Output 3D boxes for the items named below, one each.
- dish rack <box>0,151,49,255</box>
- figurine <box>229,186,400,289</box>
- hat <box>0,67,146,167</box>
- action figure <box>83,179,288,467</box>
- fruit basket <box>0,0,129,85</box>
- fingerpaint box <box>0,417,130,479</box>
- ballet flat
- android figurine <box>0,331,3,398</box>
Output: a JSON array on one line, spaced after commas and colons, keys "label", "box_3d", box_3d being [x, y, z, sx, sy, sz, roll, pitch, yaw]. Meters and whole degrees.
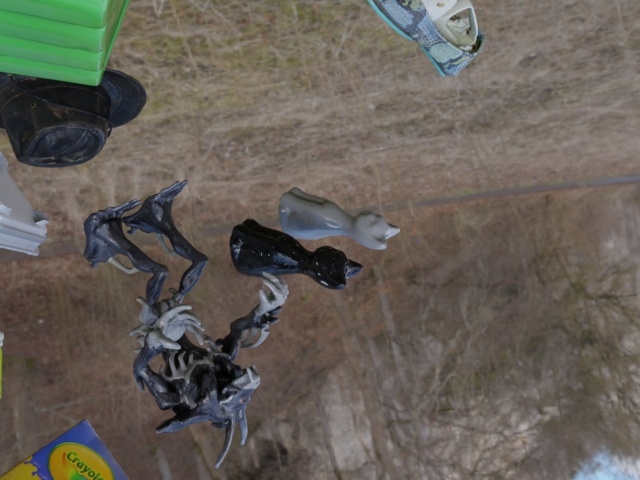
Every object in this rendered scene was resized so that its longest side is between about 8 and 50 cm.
[{"label": "dish rack", "box_3d": [-0.678, -0.110, 1.303, 0.072, 0.285, 0.333, -35, 178, -6]}, {"label": "figurine", "box_3d": [0.000, 0.000, 1.036, 0.209, 0.092, 0.215, 15, -145, 30]}, {"label": "hat", "box_3d": [-0.485, -0.210, 1.169, 0.331, 0.134, 0.331, -6, 168, -1]}, {"label": "action figure", "box_3d": [-0.124, 0.080, 0.635, 0.141, 0.276, 0.164, -30, 177, 34]}, {"label": "fruit basket", "box_3d": [-0.344, -0.330, 0.575, 0.392, 0.283, 0.392, 17, 175, 2]}, {"label": "fingerpaint box", "box_3d": [-0.362, 0.552, 0.893, 0.371, 0.445, 0.163, -35, 164, -31]}, {"label": "ballet flat", "box_3d": [0.104, -0.211, 0.587, 0.070, 0.070, 0.188, -9, 171, 29]}, {"label": "android figurine", "box_3d": [-0.584, 0.235, 1.107, 0.056, 0.273, 0.248, 3, 159, -27]}]
